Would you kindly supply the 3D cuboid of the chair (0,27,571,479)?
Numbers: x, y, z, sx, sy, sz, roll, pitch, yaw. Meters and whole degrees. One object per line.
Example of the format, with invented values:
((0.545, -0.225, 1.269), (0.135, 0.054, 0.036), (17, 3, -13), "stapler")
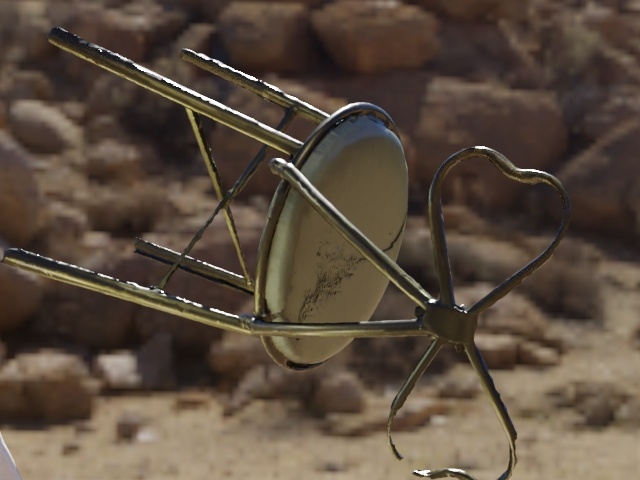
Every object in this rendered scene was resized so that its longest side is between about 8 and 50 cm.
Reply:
((0.000, 0.000, 0.988), (0.326, 0.159, 0.170), (19, 11, 29), "chair")

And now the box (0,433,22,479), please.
((-0.203, 0.199, 0.794), (0.116, 0.274, 0.203), (-2, 27, 44), "box")
